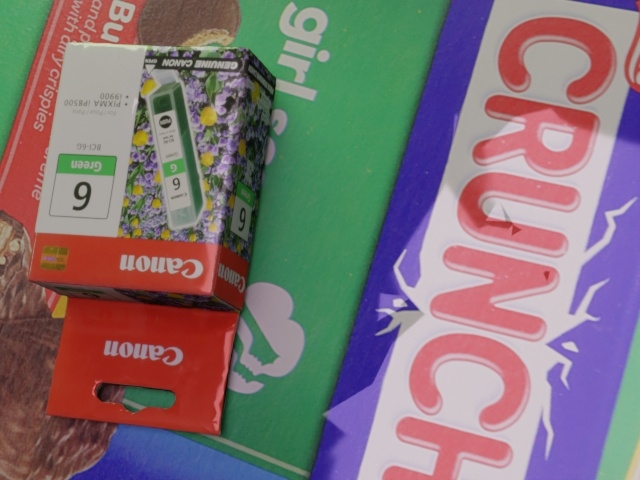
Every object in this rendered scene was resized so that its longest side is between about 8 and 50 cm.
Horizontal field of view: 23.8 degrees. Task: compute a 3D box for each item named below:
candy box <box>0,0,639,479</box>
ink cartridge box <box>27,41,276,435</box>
[{"bbox_3d":[0.000,0.000,0.530,0.317,0.122,0.268,18,81,19],"label":"candy box"},{"bbox_3d":[-0.054,-0.002,0.466,0.062,0.029,0.115,4,77,18],"label":"ink cartridge box"}]
